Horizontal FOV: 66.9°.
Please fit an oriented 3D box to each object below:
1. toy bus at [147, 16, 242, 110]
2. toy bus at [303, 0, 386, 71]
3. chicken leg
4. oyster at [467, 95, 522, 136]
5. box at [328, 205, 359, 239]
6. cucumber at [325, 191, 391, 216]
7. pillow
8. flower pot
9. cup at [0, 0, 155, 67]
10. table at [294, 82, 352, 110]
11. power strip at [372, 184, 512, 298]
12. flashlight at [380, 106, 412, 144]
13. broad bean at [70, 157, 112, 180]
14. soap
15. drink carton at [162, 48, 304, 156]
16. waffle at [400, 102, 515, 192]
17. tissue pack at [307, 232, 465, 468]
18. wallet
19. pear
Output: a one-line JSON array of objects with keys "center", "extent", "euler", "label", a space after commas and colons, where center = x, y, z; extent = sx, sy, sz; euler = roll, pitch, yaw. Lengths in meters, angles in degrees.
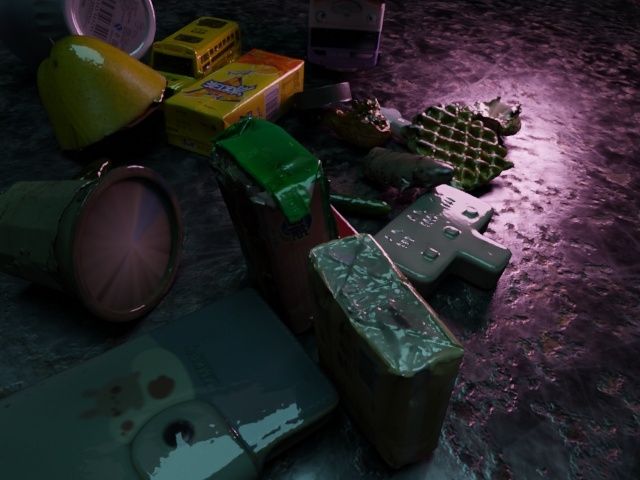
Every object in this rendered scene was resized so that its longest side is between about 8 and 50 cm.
[{"center": [-0.308, -0.429, 1.181], "extent": [0.144, 0.152, 0.330], "euler": [14, 42, 8], "label": "toy bus"}, {"center": [0.069, -0.661, 1.414], "extent": [0.209, 0.249, 0.440], "euler": [4, 35, -1], "label": "toy bus"}, {"center": [0.064, -0.274, 1.088], "extent": [0.207, 0.101, 0.085], "euler": [26, 32, 36], "label": "chicken leg"}, {"center": [0.428, -0.302, 1.184], "extent": [0.133, 0.072, 0.209], "euler": [-18, 26, -16], "label": "oyster"}, {"center": [0.000, 0.000, 0.745], "extent": [0.050, 0.123, 0.229], "euler": [-22, 48, -21], "label": "box"}, {"center": [0.054, -0.068, 0.892], "extent": [0.155, 0.037, 0.037], "euler": [11, 41, 4], "label": "cucumber"}, {"center": [0.148, -0.135, 0.940], "extent": [0.093, 0.051, 0.241], "euler": [-36, 35, -17], "label": "pillow"}, {"center": [-0.335, -0.003, 0.668], "extent": [0.203, 0.212, 0.212], "euler": [6, 40, 15], "label": "flower pot"}, {"center": [-0.565, -0.511, 1.118], "extent": [0.371, 0.253, 0.253], "euler": [21, 42, 38], "label": "cup"}, {"center": [0.006, -0.342, 1.151], "extent": [0.133, 0.043, 0.133], "euler": [-10, 16, 3], "label": "table"}, {"center": [0.214, 0.006, 0.807], "extent": [0.194, 0.059, 0.265], "euler": [30, 46, 26], "label": "power strip"}, {"center": [0.195, -0.245, 1.104], "extent": [0.200, 0.047, 0.093], "euler": [36, 51, 27], "label": "flashlight"}, {"center": [-0.418, -0.078, 0.846], "extent": [0.061, 0.046, 0.195], "euler": [9, 45, -14], "label": "broad bean"}, {"center": [-0.060, -0.013, 0.648], "extent": [0.098, 0.273, 0.218], "euler": [-31, 50, -20], "label": "soap"}, {"center": [-0.182, -0.318, 1.100], "extent": [0.154, 0.111, 0.351], "euler": [20, 44, 17], "label": "drink carton"}, {"center": [0.279, -0.195, 1.011], "extent": [0.223, 0.054, 0.204], "euler": [-26, 76, -27], "label": "waffle"}, {"center": [0.062, 0.125, 0.532], "extent": [0.090, 0.222, 0.186], "euler": [-23, 47, -15], "label": "tissue pack"}, {"center": [-0.171, 0.192, 0.540], "extent": [0.360, 0.083, 0.252], "euler": [-25, 43, -28], "label": "wallet"}, {"center": [-0.452, -0.309, 0.947], "extent": [0.267, 0.178, 0.267], "euler": [-13, 46, 15], "label": "pear"}]
